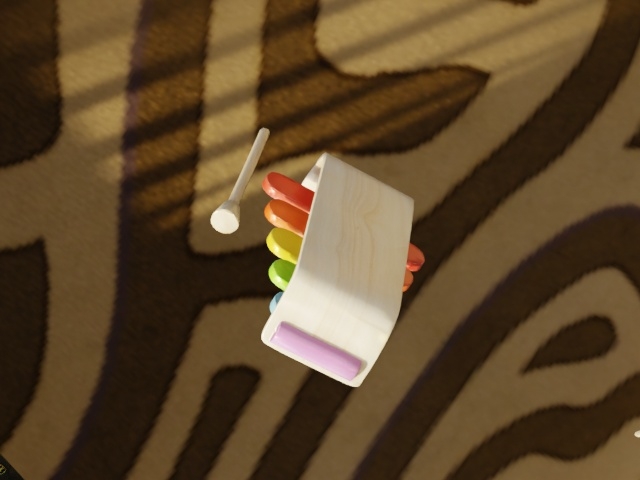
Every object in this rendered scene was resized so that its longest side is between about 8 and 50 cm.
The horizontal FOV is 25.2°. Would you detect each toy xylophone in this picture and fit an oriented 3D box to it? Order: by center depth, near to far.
[{"bbox_3d":[0.000,0.000,1.527,0.236,0.323,0.081,32,122,-3],"label":"toy xylophone"}]

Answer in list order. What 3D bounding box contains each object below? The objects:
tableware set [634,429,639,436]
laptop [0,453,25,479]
[{"bbox_3d":[0.324,0.108,1.205,0.024,0.104,0.154,48,41,-18],"label":"tableware set"},{"bbox_3d":[-0.342,0.381,1.665,0.264,0.136,0.234,48,42,-5],"label":"laptop"}]
